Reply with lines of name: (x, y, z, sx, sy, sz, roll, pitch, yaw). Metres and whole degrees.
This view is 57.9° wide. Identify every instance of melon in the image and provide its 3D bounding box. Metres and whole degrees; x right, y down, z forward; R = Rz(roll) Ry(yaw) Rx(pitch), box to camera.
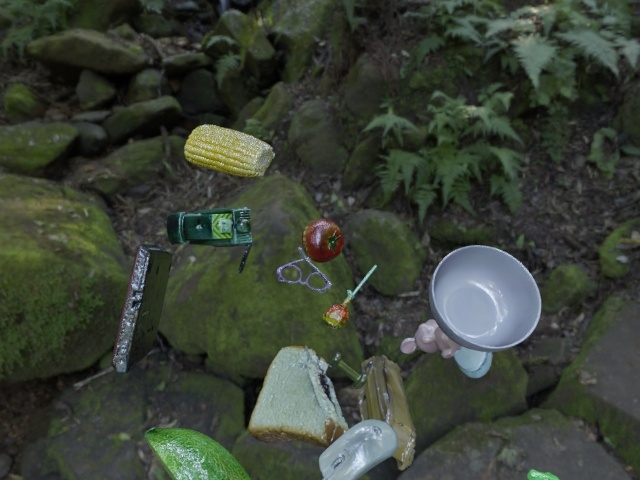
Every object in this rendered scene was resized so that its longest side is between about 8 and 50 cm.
melon: (-0.353, 0.587, 1.538, 0.324, 0.124, 0.196, 33, 20, 26)

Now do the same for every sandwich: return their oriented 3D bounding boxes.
sandwich: (-0.032, 0.376, 1.413, 0.289, 0.099, 0.254, -11, 42, 46)

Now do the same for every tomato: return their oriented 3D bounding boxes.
tomato: (0.000, 0.000, 1.137, 0.087, 0.087, 0.075, -29, 24, -34)

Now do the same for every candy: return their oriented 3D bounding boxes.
candy: (0.082, 0.140, 1.464, 0.060, 0.060, 0.201, 26, 73, 47)

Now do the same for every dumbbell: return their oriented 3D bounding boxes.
dumbbell: (0.074, 0.359, 1.599, 0.052, 0.118, 0.046, -50, 6, 10)

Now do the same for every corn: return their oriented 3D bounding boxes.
corn: (-0.167, -0.160, 1.051, 0.165, 0.063, 0.085, 20, 58, 23)

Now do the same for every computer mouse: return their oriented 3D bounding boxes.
computer mouse: (0.070, 0.414, 1.140, 0.182, 0.056, 0.089, -31, 46, -18)

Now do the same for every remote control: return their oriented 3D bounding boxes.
remote control: (-0.234, 0.053, 1.782, 0.014, 0.096, 0.039, 20, 14, 3)

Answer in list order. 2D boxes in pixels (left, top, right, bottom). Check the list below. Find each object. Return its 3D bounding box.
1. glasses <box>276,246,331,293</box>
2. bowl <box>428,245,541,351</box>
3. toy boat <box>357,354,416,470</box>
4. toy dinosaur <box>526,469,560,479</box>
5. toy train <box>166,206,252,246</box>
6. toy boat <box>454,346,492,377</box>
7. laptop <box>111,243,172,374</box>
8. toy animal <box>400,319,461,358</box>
glasses: (-0.036, 0.069, 1.472, 0.140, 0.062, 0.103, 15, 32, -3)
bowl: (0.417, 0.168, 1.541, 0.287, 0.143, 0.286, 3, 64, -7)
toy boat: (0.179, 0.484, 1.675, 0.136, 0.162, 0.445, 31, 18, -12)
toy dinosaur: (0.666, 0.668, 1.182, 0.500, 0.143, 0.374, 29, 12, -30)
toy train: (-0.385, -0.042, 1.997, 0.331, 0.138, 0.178, -1, 2, 44)
toy boat: (0.522, 0.373, 1.985, 0.134, 0.079, 0.207, -20, 50, 20)
laptop: (-0.226, 0.082, 0.754, 0.026, 0.153, 0.207, 13, -5, -8)
toy animal: (0.334, 0.298, 1.797, 0.213, 0.124, 0.124, -11, 19, 45)
